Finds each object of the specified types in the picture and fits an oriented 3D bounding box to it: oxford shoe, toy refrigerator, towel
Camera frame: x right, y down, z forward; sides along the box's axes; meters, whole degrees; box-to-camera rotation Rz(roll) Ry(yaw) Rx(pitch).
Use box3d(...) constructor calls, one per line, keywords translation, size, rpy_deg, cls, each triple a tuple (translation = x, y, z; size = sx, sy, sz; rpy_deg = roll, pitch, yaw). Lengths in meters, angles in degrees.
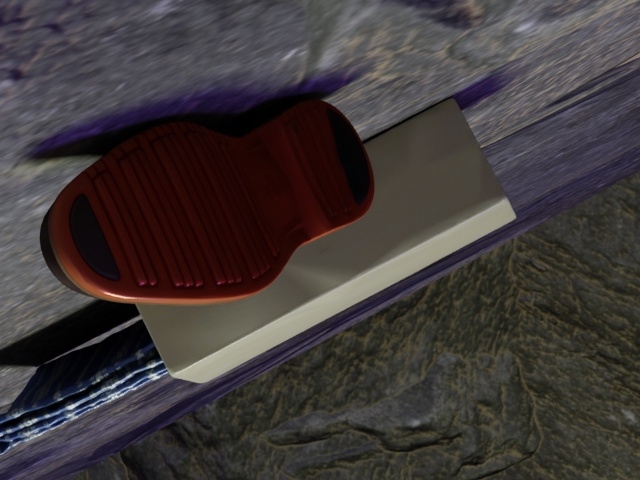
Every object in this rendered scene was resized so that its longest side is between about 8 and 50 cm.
box3d(translation=(-0.071, -0.007, 1.010), size=(0.098, 0.097, 0.271), rpy_deg=(-23, 177, 31), cls="oxford shoe")
box3d(translation=(0.000, 0.000, 1.386), size=(0.269, 0.094, 0.102), rpy_deg=(-29, 169, 6), cls="toy refrigerator")
box3d(translation=(-0.109, 0.062, 1.567), size=(0.336, 0.040, 0.243), rpy_deg=(-26, -173, 6), cls="towel")
